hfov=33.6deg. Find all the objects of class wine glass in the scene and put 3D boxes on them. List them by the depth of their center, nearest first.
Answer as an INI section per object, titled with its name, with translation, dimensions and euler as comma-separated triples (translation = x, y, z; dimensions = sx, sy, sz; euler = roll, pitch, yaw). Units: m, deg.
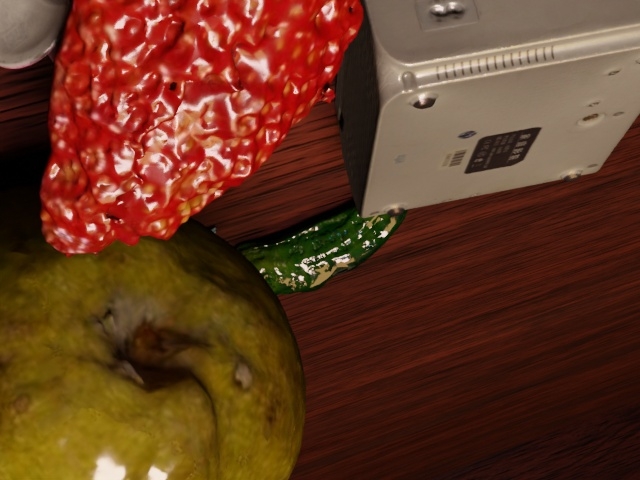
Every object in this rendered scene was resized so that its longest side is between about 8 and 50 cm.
[wine glass]
translation = -0.128, -0.102, 0.626
dimensions = 0.073, 0.073, 0.155
euler = -29, 156, 17

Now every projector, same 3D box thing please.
[projector]
translation = 0.120, -0.109, 0.740
dimensions = 0.198, 0.108, 0.250
euler = -11, 161, -6

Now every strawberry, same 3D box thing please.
[strawberry]
translation = -0.067, -0.089, 0.558
dimensions = 0.228, 0.098, 0.174
euler = -52, 152, -13

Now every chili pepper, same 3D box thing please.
[chili pepper]
translation = 0.000, 0.000, 0.999
dimensions = 0.279, 0.065, 0.122
euler = -29, 149, 12

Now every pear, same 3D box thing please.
[pear]
translation = -0.191, 0.123, 0.745
dimensions = 0.352, 0.352, 0.413
euler = -6, 163, -36

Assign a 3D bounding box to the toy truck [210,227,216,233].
[toy truck]
translation = -0.127, 0.016, 0.933
dimensions = 0.073, 0.056, 0.090
euler = -34, 169, 38
